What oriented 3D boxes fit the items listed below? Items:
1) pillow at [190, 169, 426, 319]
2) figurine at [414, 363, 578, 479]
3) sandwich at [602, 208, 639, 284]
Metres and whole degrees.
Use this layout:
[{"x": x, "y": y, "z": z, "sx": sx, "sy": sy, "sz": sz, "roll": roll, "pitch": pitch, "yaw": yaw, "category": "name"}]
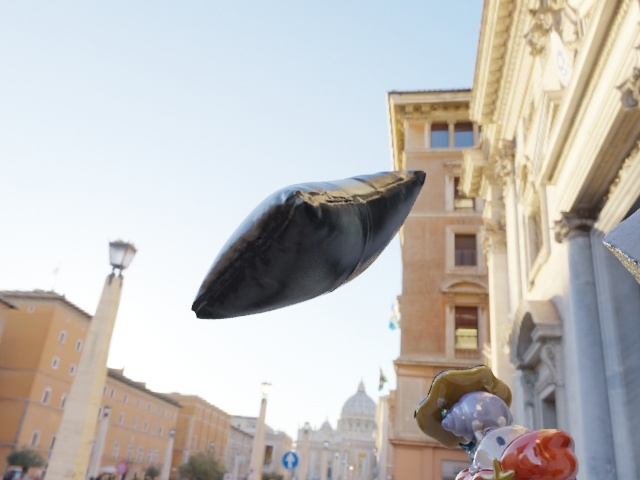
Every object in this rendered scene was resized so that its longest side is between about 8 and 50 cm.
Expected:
[{"x": 0.000, "y": 0.000, "z": 0.596, "sx": 0.250, "sy": 0.106, "sz": 0.186, "roll": -17, "pitch": -23, "yaw": -52, "category": "pillow"}, {"x": 0.265, "y": 0.320, "z": 0.826, "sx": 0.181, "sy": 0.208, "sz": 0.257, "roll": 27, "pitch": 10, "yaw": -16, "category": "figurine"}, {"x": 0.436, "y": 0.001, "z": 0.596, "sx": 0.186, "sy": 0.220, "sz": 0.108, "roll": -42, "pitch": -82, "yaw": 15, "category": "sandwich"}]
